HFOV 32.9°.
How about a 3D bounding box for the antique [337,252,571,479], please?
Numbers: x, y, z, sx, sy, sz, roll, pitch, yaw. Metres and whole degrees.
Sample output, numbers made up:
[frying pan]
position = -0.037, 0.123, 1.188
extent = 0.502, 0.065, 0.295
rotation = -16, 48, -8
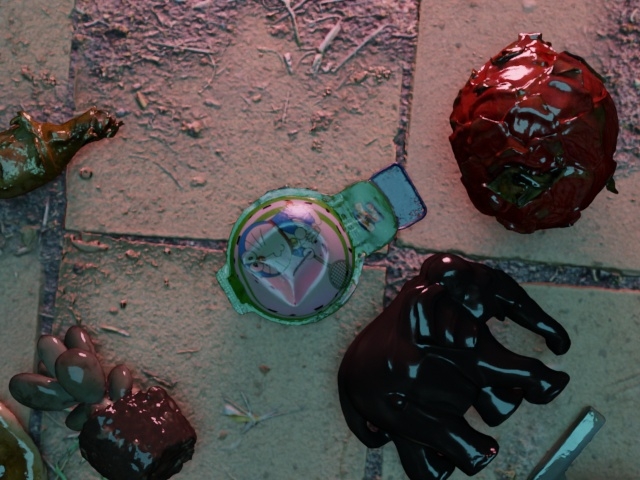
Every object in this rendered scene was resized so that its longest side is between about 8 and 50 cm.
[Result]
[antique]
position = 0.175, 0.178, 1.536
extent = 0.322, 0.185, 0.255
rotation = -43, 91, 3

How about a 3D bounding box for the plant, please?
[plant]
position = -0.308, 0.240, 1.554
extent = 0.274, 0.149, 0.146
rotation = 37, 46, 16

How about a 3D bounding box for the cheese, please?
[cheese]
position = 0.000, 0.000, 1.586
extent = 0.320, 0.083, 0.204
rotation = -30, 89, 0

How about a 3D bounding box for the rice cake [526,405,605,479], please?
[rice cake]
position = 0.358, 0.326, 1.609
extent = 0.042, 0.030, 0.180
rotation = 39, 90, -2

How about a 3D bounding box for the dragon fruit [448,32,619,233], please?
[dragon fruit]
position = 0.300, -0.155, 1.517
extent = 0.244, 0.244, 0.299
rotation = 6, 71, 0

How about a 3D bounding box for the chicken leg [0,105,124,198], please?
[chicken leg]
position = -0.403, -0.141, 1.585
extent = 0.227, 0.088, 0.103
rotation = -31, 76, 2

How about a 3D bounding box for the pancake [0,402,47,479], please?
[pancake]
position = -0.541, 0.349, 1.594
extent = 0.282, 0.049, 0.282
rotation = 0, 89, 3
